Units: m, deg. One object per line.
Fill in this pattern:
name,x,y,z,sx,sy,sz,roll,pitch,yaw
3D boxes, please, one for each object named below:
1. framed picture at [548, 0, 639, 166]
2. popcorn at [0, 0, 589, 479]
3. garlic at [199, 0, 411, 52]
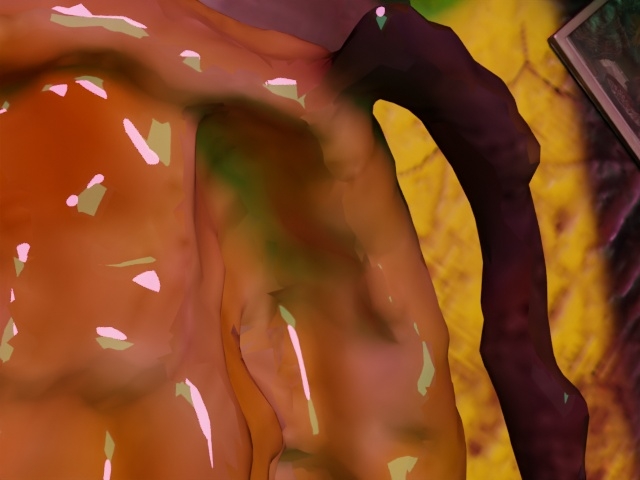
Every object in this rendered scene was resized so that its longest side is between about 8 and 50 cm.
framed picture,0.153,-0.077,0.857,0.066,0.006,0.089,-41,103,-17
popcorn,-0.079,0.066,0.574,0.349,0.381,0.349,33,34,-26
garlic,-0.054,-0.168,0.712,0.325,0.132,0.279,36,87,-17
